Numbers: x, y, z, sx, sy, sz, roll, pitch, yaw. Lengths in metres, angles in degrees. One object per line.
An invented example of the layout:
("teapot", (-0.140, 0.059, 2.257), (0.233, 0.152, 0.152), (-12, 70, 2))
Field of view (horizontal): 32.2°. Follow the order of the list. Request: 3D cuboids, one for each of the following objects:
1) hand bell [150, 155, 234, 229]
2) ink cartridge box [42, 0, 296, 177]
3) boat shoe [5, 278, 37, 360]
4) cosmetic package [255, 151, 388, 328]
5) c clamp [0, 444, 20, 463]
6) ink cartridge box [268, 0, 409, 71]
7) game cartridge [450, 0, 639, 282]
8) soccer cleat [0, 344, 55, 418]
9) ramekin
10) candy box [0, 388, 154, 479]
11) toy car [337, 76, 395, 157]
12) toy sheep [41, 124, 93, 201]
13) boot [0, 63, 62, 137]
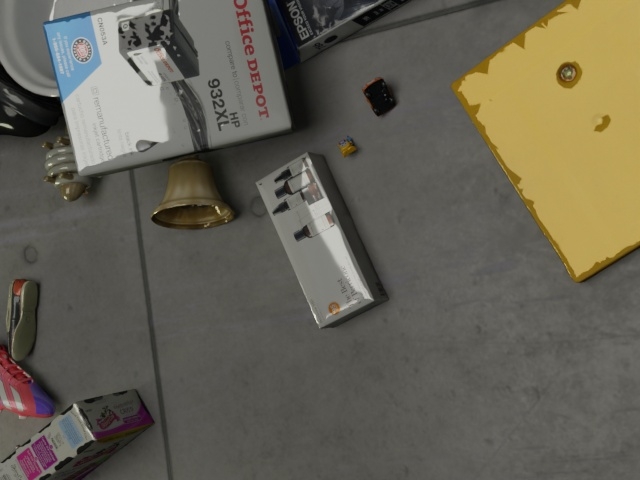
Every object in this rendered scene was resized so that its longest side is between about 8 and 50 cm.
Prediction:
("hand bell", (-0.200, -0.150, 1.694), (0.126, 0.126, 0.242), (-12, 73, 25))
("ink cartridge box", (-0.208, -0.230, 1.573), (0.307, 0.129, 0.223), (-13, 93, 1))
("boat shoe", (-0.506, 0.132, 1.856), (0.043, 0.049, 0.137), (6, 90, 29))
("cosmetic package", (0.000, 0.000, 1.606), (0.099, 0.060, 0.239), (-30, 77, 23))
("c clamp", (-0.519, 0.451, 1.873), (0.137, 0.022, 0.160), (-41, 72, 19))
("ink cartridge box", (0.030, -0.386, 1.595), (0.333, 0.065, 0.165), (-28, 78, 24))
("game cartridge", (0.368, -0.152, 1.440), (0.285, 0.053, 0.323), (-35, 78, 21))
("soccer cleat", (-0.538, 0.221, 1.856), (0.248, 0.083, 0.095), (22, 94, 27))
("ramekin", (-0.373, -0.358, 1.748), (0.277, 0.135, 0.277), (0, 89, 25))
("candy box", (-0.397, 0.332, 1.740), (0.233, 0.159, 0.071), (-39, 75, 21))
("toy car", (0.053, -0.183, 1.587), (0.122, 0.060, 0.040), (-46, 39, 11))
("toy sheep", (-0.404, -0.126, 1.788), (0.091, 0.091, 0.132), (-8, 77, 26))
("boot", (-0.639, -0.094, 1.855), (0.367, 0.146, 0.445), (32, 98, 37))
